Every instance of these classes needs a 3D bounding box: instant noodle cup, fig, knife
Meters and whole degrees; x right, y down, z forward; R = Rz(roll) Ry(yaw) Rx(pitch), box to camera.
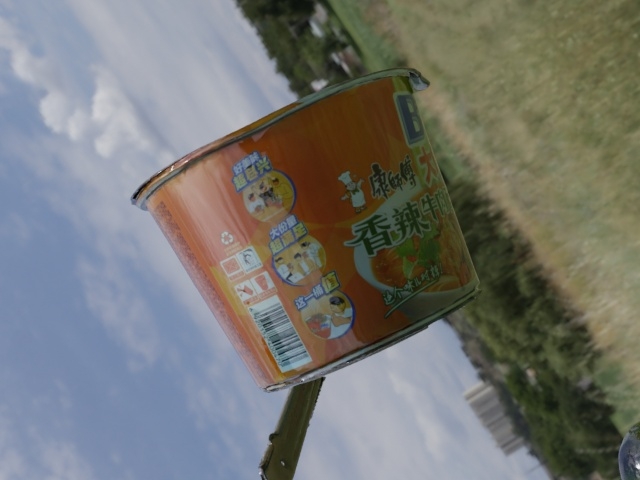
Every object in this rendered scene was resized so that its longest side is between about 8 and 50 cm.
[{"bbox_3d":[0.000,0.000,0.890,0.296,0.296,0.214,-15,-99,-83],"label":"instant noodle cup"},{"bbox_3d":[0.478,0.296,1.270,0.123,0.156,0.123,5,-97,-45],"label":"fig"},{"bbox_3d":[-0.043,0.254,1.457,0.089,0.043,0.365,47,-153,-16],"label":"knife"}]
